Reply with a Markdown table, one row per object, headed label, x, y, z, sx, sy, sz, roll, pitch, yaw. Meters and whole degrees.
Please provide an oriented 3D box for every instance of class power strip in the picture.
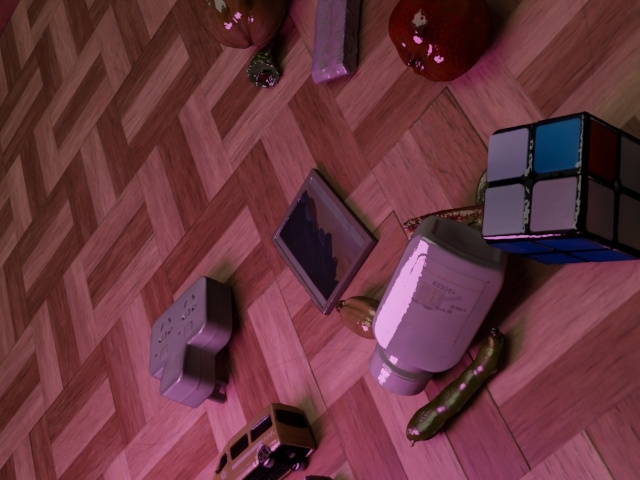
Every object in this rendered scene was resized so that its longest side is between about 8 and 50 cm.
| label | x | y | z | sx | sy | sz | roll | pitch | yaw |
| --- | --- | --- | --- | --- | --- | --- | --- | --- | --- |
| power strip | -0.271 | 0.245 | 1.999 | 0.229 | 0.141 | 0.261 | -44 | 35 | 31 |

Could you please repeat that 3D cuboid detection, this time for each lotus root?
| label | x | y | z | sx | sy | sz | roll | pitch | yaw |
| --- | --- | --- | --- | --- | --- | --- | --- | --- | --- |
| lotus root | 0.086 | 0.141 | 1.644 | 0.150 | 0.062 | 0.073 | 23 | 73 | 48 |

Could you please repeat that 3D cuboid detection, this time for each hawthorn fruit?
| label | x | y | z | sx | sy | sz | roll | pitch | yaw |
| --- | --- | --- | --- | --- | --- | --- | --- | --- | --- |
| hawthorn fruit | 0.220 | -0.387 | 1.581 | 0.179 | 0.179 | 0.200 | 19 | 77 | 50 |

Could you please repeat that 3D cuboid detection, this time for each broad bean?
| label | x | y | z | sx | sy | sz | roll | pitch | yaw |
| --- | --- | --- | --- | --- | --- | --- | --- | --- | --- |
| broad bean | 0.224 | 0.243 | 1.462 | 0.256 | 0.052 | 0.052 | -54 | 15 | 23 |

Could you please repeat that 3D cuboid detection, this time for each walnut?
| label | x | y | z | sx | sy | sz | roll | pitch | yaw |
| --- | --- | --- | --- | --- | --- | --- | --- | --- | --- |
| walnut | -0.191 | -0.570 | 2.065 | 0.283 | 0.227 | 0.283 | 166 | 90 | -83 |

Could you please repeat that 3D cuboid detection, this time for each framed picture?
| label | x | y | z | sx | sy | sz | roll | pitch | yaw |
| --- | --- | --- | --- | --- | --- | --- | --- | --- | --- |
| framed picture | -0.001 | 0.000 | 1.824 | 0.192 | 0.018 | 0.265 | -59 | 43 | 20 |

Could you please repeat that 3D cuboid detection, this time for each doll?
| label | x | y | z | sx | sy | sz | roll | pitch | yaw |
| --- | --- | --- | --- | --- | --- | --- | --- | --- | --- |
| doll | -0.140 | -0.411 | 2.067 | 0.078 | 0.076 | 0.113 | -47 | 46 | 41 |

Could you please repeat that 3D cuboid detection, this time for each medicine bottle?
| label | x | y | z | sx | sy | sz | roll | pitch | yaw |
| --- | --- | --- | --- | --- | --- | --- | --- | --- | --- |
| medicine bottle | 0.178 | 0.113 | 1.455 | 0.111 | 0.161 | 0.296 | -58 | -10 | -58 |

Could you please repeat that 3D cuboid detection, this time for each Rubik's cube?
| label | x | y | z | sx | sy | sz | roll | pitch | yaw |
| --- | --- | --- | --- | --- | --- | --- | --- | --- | --- |
| Rubik's cube | 0.356 | -0.068 | 1.306 | 0.167 | 0.183 | 0.180 | -5 | 73 | 47 |

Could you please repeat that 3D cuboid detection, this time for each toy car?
| label | x | y | z | sx | sy | sz | roll | pitch | yaw |
| --- | --- | --- | --- | --- | --- | --- | --- | --- | --- |
| toy car | -0.126 | 0.430 | 1.769 | 0.257 | 0.101 | 0.124 | -45 | 44 | 28 |

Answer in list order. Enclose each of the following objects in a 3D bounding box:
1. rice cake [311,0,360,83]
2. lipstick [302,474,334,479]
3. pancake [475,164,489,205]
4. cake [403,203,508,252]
| label | x | y | z | sx | sy | sz | roll | pitch | yaw |
| --- | --- | --- | --- | --- | --- | --- | --- | --- | --- |
| rice cake | 0.038 | -0.479 | 1.904 | 0.106 | 0.050 | 0.298 | -8 | 73 | 47 |
| lipstick | -0.050 | 0.551 | 1.657 | 0.253 | 0.079 | 0.077 | -59 | 42 | 17 |
| pancake | 0.309 | -0.078 | 1.486 | 0.139 | 0.022 | 0.139 | -18 | 65 | 46 |
| cake | 0.257 | -0.018 | 1.492 | 0.220 | 0.117 | 0.086 | -10 | 97 | 18 |
